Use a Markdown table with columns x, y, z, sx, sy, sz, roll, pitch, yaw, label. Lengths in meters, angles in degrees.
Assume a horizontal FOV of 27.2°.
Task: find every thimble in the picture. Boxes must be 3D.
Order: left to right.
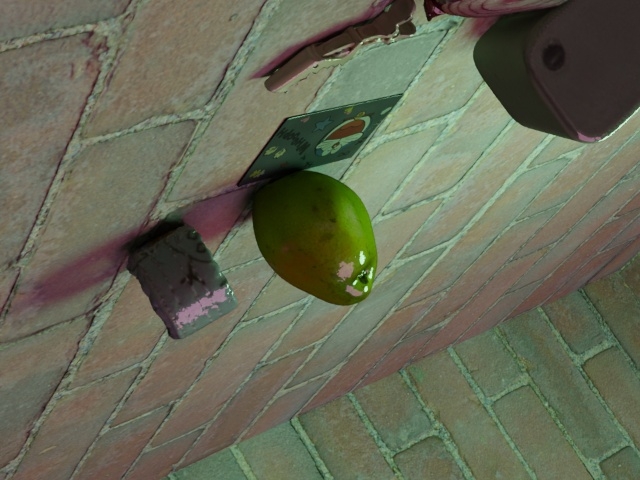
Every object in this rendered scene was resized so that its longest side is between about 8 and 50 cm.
| x | y | z | sx | sy | sz | roll | pitch | yaw | label |
| --- | --- | --- | --- | --- | --- | --- | --- | --- | --- |
| -0.206 | 0.061 | 1.953 | 0.118 | 0.151 | 0.127 | -31 | 175 | -6 | thimble |

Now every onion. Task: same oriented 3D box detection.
| x | y | z | sx | sy | sz | roll | pitch | yaw | label |
| --- | --- | --- | --- | --- | --- | --- | --- | --- | --- |
| 0.192 | -0.333 | 1.599 | 0.195 | 0.140 | 0.218 | -15 | -179 | -33 | onion |

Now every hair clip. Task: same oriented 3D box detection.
| x | y | z | sx | sy | sz | roll | pitch | yaw | label |
| --- | --- | --- | --- | --- | --- | --- | --- | --- | --- |
| 0.029 | -0.252 | 1.698 | 0.226 | 0.034 | 0.072 | -25 | 158 | -16 | hair clip |

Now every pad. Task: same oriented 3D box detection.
| x | y | z | sx | sy | sz | roll | pitch | yaw | label |
| --- | --- | --- | --- | --- | --- | --- | --- | --- | --- |
| 0.001 | -0.150 | 1.981 | 0.245 | 0.006 | 0.170 | -17 | 158 | -42 | pad |

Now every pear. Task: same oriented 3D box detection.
| x | y | z | sx | sy | sz | roll | pitch | yaw | label |
| --- | --- | --- | --- | --- | --- | --- | --- | --- | --- |
| 0.000 | 0.000 | 2.031 | 0.187 | 0.219 | 0.187 | -31 | 162 | -11 | pear |

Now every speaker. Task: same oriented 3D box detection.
| x | y | z | sx | sy | sz | roll | pitch | yaw | label |
| --- | --- | --- | --- | --- | --- | --- | --- | --- | --- |
| 0.401 | -0.314 | 1.755 | 0.406 | 0.183 | 0.184 | -43 | -162 | -10 | speaker |
